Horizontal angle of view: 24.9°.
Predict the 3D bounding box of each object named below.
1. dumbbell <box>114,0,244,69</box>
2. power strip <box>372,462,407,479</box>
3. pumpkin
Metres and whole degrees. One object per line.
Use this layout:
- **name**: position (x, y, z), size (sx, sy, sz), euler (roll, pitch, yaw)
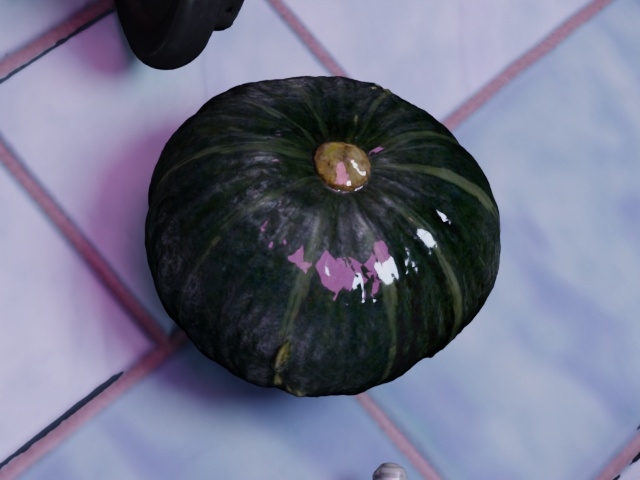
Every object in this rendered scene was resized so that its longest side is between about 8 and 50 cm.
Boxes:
- **dumbbell**: position (-0.157, -0.195, 0.855), size (0.290, 0.192, 0.192), euler (-4, 70, -23)
- **power strip**: position (0.053, 0.283, 0.785), size (0.058, 0.098, 0.338), euler (27, 53, -51)
- **pumpkin**: position (0.001, -0.003, 0.860), size (0.211, 0.152, 0.212), euler (2, 59, -3)
